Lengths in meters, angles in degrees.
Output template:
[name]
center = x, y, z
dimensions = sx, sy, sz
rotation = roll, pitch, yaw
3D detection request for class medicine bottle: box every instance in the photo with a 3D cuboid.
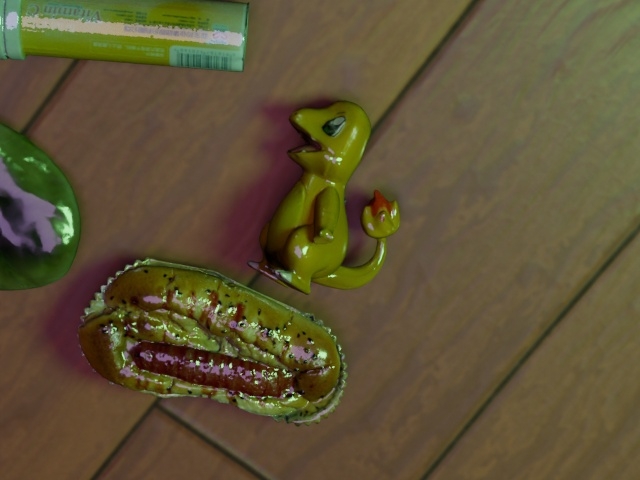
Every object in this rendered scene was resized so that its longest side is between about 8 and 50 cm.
[medicine bottle]
center = -0.173, -0.185, 1.308
dimensions = 0.218, 0.074, 0.074
rotation = 5, 106, -2

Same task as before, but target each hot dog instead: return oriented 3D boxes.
[hot dog]
center = -0.097, 0.097, 1.385
dimensions = 0.253, 0.069, 0.131
rotation = 16, 105, -4

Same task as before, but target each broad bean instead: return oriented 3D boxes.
[broad bean]
center = -0.318, -0.036, 1.361
dimensions = 0.207, 0.072, 0.153
rotation = 16, 108, -15

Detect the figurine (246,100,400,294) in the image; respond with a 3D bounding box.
[figurine]
center = 0.016, -0.036, 1.337
dimensions = 0.122, 0.121, 0.176
rotation = 12, 94, -20

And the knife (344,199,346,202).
[knife]
center = 0.000, 0.000, 1.387
dimensions = 0.014, 0.005, 0.091
rotation = 28, 104, -5
